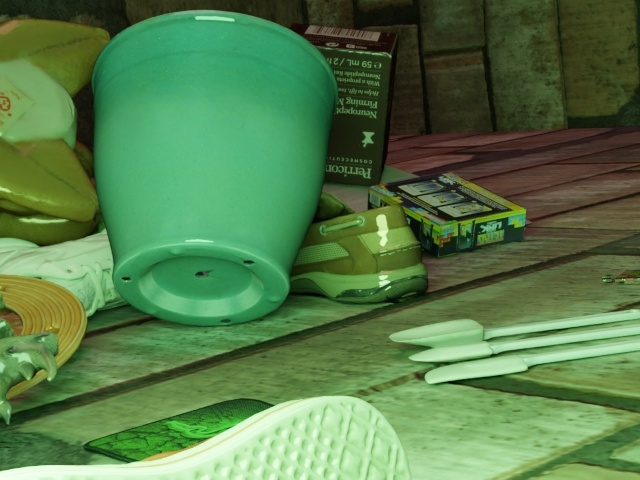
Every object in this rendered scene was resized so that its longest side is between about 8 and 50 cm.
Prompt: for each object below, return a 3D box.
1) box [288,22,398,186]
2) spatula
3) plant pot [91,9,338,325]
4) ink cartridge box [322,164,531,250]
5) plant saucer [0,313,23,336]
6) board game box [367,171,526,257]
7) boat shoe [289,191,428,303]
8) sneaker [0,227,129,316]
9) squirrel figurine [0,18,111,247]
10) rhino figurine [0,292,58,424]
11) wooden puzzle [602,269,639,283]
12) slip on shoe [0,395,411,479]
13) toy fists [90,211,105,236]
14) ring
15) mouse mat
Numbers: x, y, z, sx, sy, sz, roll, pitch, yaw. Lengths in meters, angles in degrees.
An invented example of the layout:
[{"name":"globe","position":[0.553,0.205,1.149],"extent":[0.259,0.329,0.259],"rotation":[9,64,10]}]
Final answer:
[{"name":"box","position":[0.021,-0.204,2.097],"extent":[0.168,0.203,0.167],"rotation":[6,19,4]},{"name":"spatula","position":[0.192,0.084,1.234],"extent":[0.242,0.019,0.168],"rotation":[-8,7,-8]},{"name":"plant pot","position":[-0.118,-0.059,1.493],"extent":[0.272,0.255,0.271],"rotation":[1,-31,1]},{"name":"ink cartridge box","position":[0.059,-0.024,2.032],"extent":[0.308,0.091,0.385],"rotation":[-13,27,-41]},{"name":"plant saucer","position":[-0.337,0.111,1.438],"extent":[0.200,0.037,0.200],"rotation":[-6,7,1]},{"name":"board game box","position":[0.166,-0.037,1.877],"extent":[0.141,0.048,0.170],"rotation":[-10,24,-29]},{"name":"boat shoe","position":[0.000,0.000,1.635],"extent":[0.122,0.120,0.324],"rotation":[-13,10,-41]},{"name":"sneaker","position":[-0.264,0.053,1.641],"extent":[0.305,0.114,0.152],"rotation":[-11,25,-16]},{"name":"squirrel figurine","position":[-0.483,-0.084,1.809],"extent":[0.397,0.281,0.370],"rotation":[5,-29,-25]},{"name":"rhino figurine","position":[-0.303,0.093,1.171],"extent":[0.243,0.073,0.106],"rotation":[11,47,36]},{"name":"wooden puzzle","position":[0.339,0.038,1.483],"extent":[0.083,0.006,0.049],"rotation":[-3,9,26]},{"name":"slip on shoe","position":[-0.096,0.158,0.677],"extent":[0.331,0.123,0.101],"rotation":[-15,-12,-44]},{"name":"toy fists","position":[-0.291,0.005,1.965],"extent":[0.142,0.096,0.279],"rotation":[0,2,-32]},{"name":"ring","position":[-0.381,0.109,1.301],"extent":[0.336,0.032,0.336],"rotation":[-7,21,3]},{"name":"mouse mat","position":[-0.071,0.147,1.056],"extent":[0.152,0.007,0.190],"rotation":[-13,11,-37]}]
